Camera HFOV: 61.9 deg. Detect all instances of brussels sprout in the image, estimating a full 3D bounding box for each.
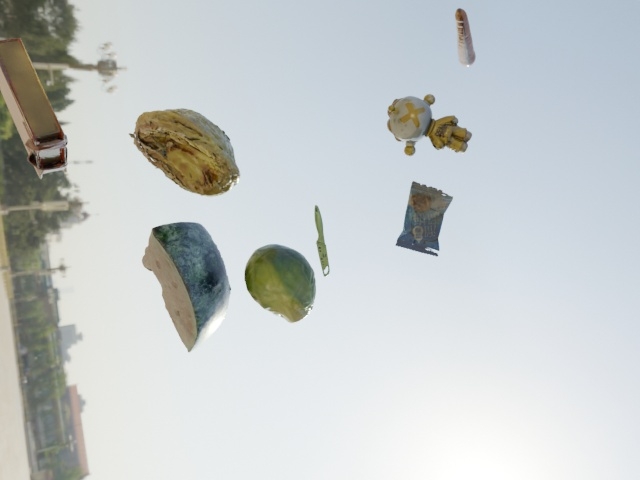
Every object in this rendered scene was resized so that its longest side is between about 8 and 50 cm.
[{"bbox_3d":[-0.087,0.093,1.210,0.180,0.144,0.161,54,12,-23],"label":"brussels sprout"}]

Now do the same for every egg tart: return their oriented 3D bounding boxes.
[{"bbox_3d":[-0.273,-0.196,1.134,0.231,0.253,0.098,110,3,-56],"label":"egg tart"}]

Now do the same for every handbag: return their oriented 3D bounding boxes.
[{"bbox_3d":[-0.468,-0.208,0.864,0.190,0.063,0.127,62,-30,11],"label":"handbag"}]

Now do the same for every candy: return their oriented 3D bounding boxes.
[{"bbox_3d":[0.208,-0.043,1.063,0.038,0.088,0.136,41,64,-82],"label":"candy"}]

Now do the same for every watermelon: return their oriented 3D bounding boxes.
[{"bbox_3d":[-0.312,0.096,1.262,0.226,0.148,0.318,9,-63,41],"label":"watermelon"}]

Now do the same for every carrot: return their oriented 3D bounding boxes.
[{"bbox_3d":[0.299,-0.418,1.104,0.037,0.190,0.037,-4,-104,18],"label":"carrot"}]

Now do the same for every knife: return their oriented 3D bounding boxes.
[{"bbox_3d":[0.000,0.000,1.504,0.014,0.030,0.206,131,-50,-79],"label":"knife"}]

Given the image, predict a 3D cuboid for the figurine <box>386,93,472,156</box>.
[{"bbox_3d":[0.174,-0.182,0.879,0.143,0.101,0.068,45,-1,-6],"label":"figurine"}]
